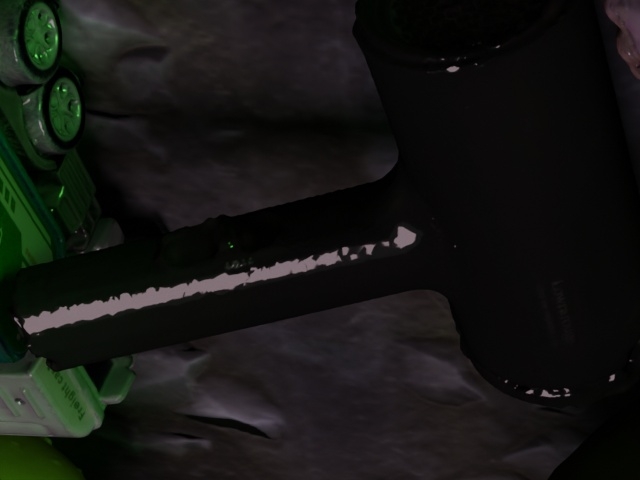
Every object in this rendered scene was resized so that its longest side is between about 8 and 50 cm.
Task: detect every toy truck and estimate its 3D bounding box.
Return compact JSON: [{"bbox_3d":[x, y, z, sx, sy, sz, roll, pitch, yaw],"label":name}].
[{"bbox_3d":[-0.157,-0.018,0.690,0.114,0.124,0.253,0,137,22],"label":"toy truck"}]

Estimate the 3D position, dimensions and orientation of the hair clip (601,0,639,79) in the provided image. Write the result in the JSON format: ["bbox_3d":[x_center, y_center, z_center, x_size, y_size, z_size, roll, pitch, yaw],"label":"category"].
[{"bbox_3d":[0.225,-0.049,0.570,0.300,0.069,0.173,37,136,-24],"label":"hair clip"}]

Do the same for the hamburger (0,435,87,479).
[{"bbox_3d":[-0.232,0.181,0.855,0.274,0.212,0.274,10,170,2],"label":"hamburger"}]

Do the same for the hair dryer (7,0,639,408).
[{"bbox_3d":[0.000,0.000,0.636,0.251,0.089,0.197,-17,135,4],"label":"hair dryer"}]

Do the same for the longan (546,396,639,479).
[{"bbox_3d":[0.233,0.218,0.699,0.361,0.361,0.361,9,141,7],"label":"longan"}]
